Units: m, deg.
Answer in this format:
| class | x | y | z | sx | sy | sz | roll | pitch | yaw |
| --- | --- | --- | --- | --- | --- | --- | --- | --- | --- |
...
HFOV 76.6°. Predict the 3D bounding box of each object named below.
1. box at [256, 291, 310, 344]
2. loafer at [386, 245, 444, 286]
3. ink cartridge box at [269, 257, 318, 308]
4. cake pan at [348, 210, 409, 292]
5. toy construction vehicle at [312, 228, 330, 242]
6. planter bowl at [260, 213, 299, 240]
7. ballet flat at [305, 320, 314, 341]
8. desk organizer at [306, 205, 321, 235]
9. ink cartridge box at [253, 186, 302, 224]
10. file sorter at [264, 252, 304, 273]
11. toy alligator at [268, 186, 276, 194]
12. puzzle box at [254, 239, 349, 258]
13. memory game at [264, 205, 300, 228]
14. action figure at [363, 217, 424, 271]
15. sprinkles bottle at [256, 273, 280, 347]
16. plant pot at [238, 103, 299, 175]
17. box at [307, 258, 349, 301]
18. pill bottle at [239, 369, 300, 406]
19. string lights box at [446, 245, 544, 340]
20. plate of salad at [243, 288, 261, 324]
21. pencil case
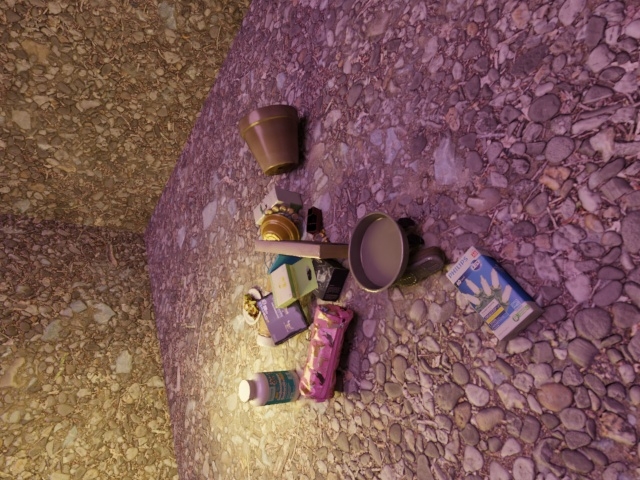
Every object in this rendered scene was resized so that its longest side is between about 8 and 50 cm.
| class | x | y | z | sx | sy | sz | roll | pitch | yaw |
| --- | --- | --- | --- | --- | --- | --- | --- | --- | --- |
| box | -0.175 | 0.346 | 1.903 | 0.183 | 0.059 | 0.233 | -29 | 72 | 9 |
| loafer | 0.337 | 0.090 | 1.440 | 0.251 | 0.094 | 0.088 | -28 | 27 | 45 |
| ink cartridge box | -0.126 | 0.181 | 1.818 | 0.235 | 0.056 | 0.171 | -36 | 56 | 34 |
| cake pan | 0.210 | 0.040 | 1.469 | 0.293 | 0.054 | 0.294 | -7 | 81 | 55 |
| toy construction vehicle | 0.000 | 0.000 | 1.887 | 0.086 | 0.035 | 0.098 | -42 | 52 | 36 |
| planter bowl | -0.221 | -0.015 | 2.012 | 0.216 | 0.090 | 0.218 | 12 | 125 | 18 |
| ballet flat | -0.039 | 0.410 | 1.841 | 0.041 | 0.041 | 0.115 | 34 | 107 | 48 |
| desk organizer | -0.032 | -0.093 | 1.911 | 0.047 | 0.050 | 0.131 | -29 | 47 | 43 |
| ink cartridge box | -0.223 | -0.164 | 2.092 | 0.219 | 0.160 | 0.093 | -41 | 52 | 38 |
| file sorter | -0.172 | 0.096 | 1.968 | 0.118 | 0.170 | 0.105 | -59 | 41 | 23 |
| toy alligator | -0.264 | -0.200 | 2.239 | 0.051 | 0.056 | 0.190 | -26 | -53 | -87 |
| puzzle box | -0.054 | 0.032 | 1.728 | 0.408 | 0.271 | 0.052 | 5 | 93 | 45 |
| memory game | -0.191 | -0.103 | 2.033 | 0.186 | 0.186 | 0.012 | -40 | 27 | 38 |
| action figure | 0.248 | 0.022 | 1.545 | 0.285 | 0.099 | 0.186 | -33 | 65 | 46 |
| sprinkles bottle | -0.233 | 0.346 | 2.024 | 0.121 | 0.121 | 0.356 | 6 | 86 | 50 |
| plant pot | -0.237 | -0.503 | 2.107 | 0.323 | 0.322 | 0.281 | -23 | 81 | 45 |
| box | 0.023 | 0.163 | 1.780 | 0.156 | 0.093 | 0.159 | 33 | 106 | 48 |
| pill bottle | -0.232 | 0.670 | 1.838 | 0.146 | 0.263 | 0.147 | -13 | 73 | 48 |
| string lights box | 0.511 | 0.153 | 1.209 | 0.133 | 0.076 | 0.260 | -57 | 45 | 27 |
| plate of salad | -0.390 | 0.368 | 2.264 | 0.199 | 0.048 | 0.200 | -15 | 70 | 47 |
| pencil case | 0.022 | 0.457 | 1.670 | 0.159 | 0.167 | 0.387 | 14 | 94 | 18 |
